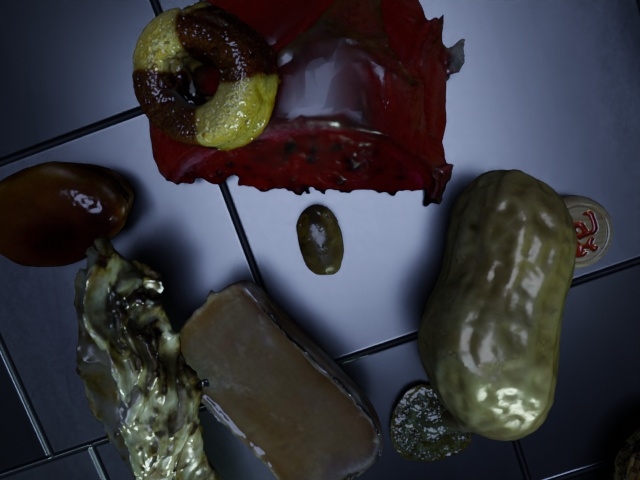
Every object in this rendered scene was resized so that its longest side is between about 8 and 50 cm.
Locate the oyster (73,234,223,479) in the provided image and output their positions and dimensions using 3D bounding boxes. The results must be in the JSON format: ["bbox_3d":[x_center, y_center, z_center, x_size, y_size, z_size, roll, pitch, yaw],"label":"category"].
[{"bbox_3d":[-0.192,0.178,0.564,0.110,0.204,0.397,-24,111,-34],"label":"oyster"}]

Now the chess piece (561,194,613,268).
[{"bbox_3d":[0.286,-0.010,0.583,0.083,0.038,0.084,0,100,1],"label":"chess piece"}]

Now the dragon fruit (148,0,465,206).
[{"bbox_3d":[-0.017,-0.180,0.535,0.342,0.100,0.283,1,94,-1],"label":"dragon fruit"}]

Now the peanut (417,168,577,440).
[{"bbox_3d":[0.179,0.073,0.531,0.142,0.159,0.292,12,99,28],"label":"peanut"}]

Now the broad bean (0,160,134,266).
[{"bbox_3d":[-0.289,-0.028,0.560,0.165,0.084,0.114,-27,102,10],"label":"broad bean"}]

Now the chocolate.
[{"bbox_3d":[-0.043,0.160,0.584,0.161,0.083,0.261,-40,92,24],"label":"chocolate"}]

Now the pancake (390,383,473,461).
[{"bbox_3d":[0.136,0.225,0.626,0.107,0.017,0.108,0,101,-1],"label":"pancake"}]

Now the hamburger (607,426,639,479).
[{"bbox_3d":[0.447,0.306,0.582,0.230,0.107,0.231,-1,86,13],"label":"hamburger"}]

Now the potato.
[{"bbox_3d":[0.000,0.000,0.583,0.051,0.040,0.084,-13,96,7],"label":"potato"}]

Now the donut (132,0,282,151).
[{"bbox_3d":[-0.110,-0.151,0.474,0.140,0.059,0.141,5,104,18],"label":"donut"}]
